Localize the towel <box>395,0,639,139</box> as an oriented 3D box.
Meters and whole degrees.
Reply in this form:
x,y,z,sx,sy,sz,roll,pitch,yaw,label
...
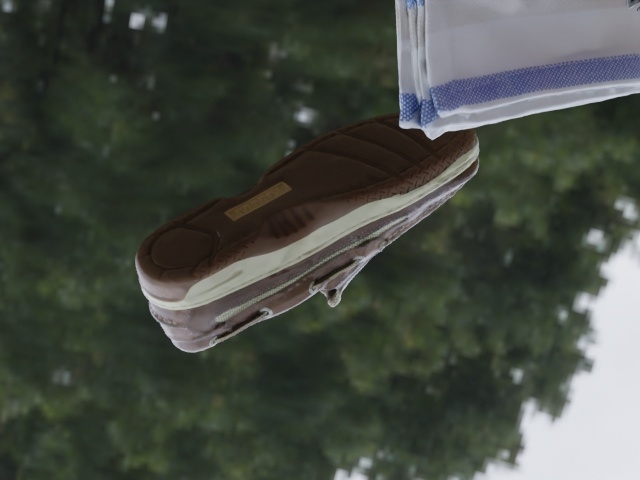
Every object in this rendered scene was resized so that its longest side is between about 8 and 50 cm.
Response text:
x,y,z,sx,sy,sz,roll,pitch,yaw,label
0.125,-0.212,1.093,0.209,0.285,0.034,-12,-164,-38,towel

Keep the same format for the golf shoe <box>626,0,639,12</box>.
x,y,z,sx,sy,sz,roll,pitch,yaw,label
0.171,-0.096,0.684,0.198,0.094,0.077,48,-176,11,golf shoe

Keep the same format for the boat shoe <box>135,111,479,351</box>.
x,y,z,sx,sy,sz,roll,pitch,yaw,label
-0.004,-0.004,1.290,0.257,0.095,0.095,-24,-141,-13,boat shoe
